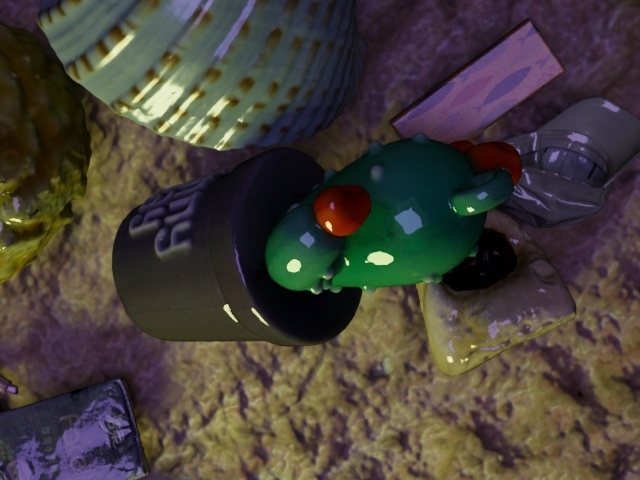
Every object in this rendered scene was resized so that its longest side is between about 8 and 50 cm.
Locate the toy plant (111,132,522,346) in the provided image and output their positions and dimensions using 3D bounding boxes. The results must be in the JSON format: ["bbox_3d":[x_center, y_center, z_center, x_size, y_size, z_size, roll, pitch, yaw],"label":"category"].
[{"bbox_3d":[-0.008,0.000,0.825,0.400,0.279,0.185,-12,78,34],"label":"toy plant"}]

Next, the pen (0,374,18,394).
[{"bbox_3d":[-0.430,0.132,1.044,0.197,0.032,0.053,22,101,4],"label":"pen"}]

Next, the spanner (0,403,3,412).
[{"bbox_3d":[-0.490,0.280,1.082,0.325,0.026,0.093,-38,95,13],"label":"spanner"}]

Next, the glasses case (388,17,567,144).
[{"bbox_3d":[0.155,-0.144,0.922,0.170,0.041,0.064,-36,96,12],"label":"glasses case"}]

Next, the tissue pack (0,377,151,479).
[{"bbox_3d":[-0.275,0.224,1.007,0.156,0.051,0.112,-16,82,-5],"label":"tissue pack"}]

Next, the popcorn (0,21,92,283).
[{"bbox_3d":[-0.355,-0.088,0.894,0.282,0.247,0.282,0,88,8],"label":"popcorn"}]

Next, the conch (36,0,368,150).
[{"bbox_3d":[-0.083,-0.245,0.816,0.319,0.303,0.215,19,147,-11],"label":"conch"}]

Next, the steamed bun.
[{"bbox_3d":[0.151,0.039,0.905,0.141,0.172,0.155,-25,78,-1],"label":"steamed bun"}]

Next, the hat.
[{"bbox_3d":[0.243,-0.077,0.916,0.166,0.081,0.122,-39,54,-3],"label":"hat"}]
